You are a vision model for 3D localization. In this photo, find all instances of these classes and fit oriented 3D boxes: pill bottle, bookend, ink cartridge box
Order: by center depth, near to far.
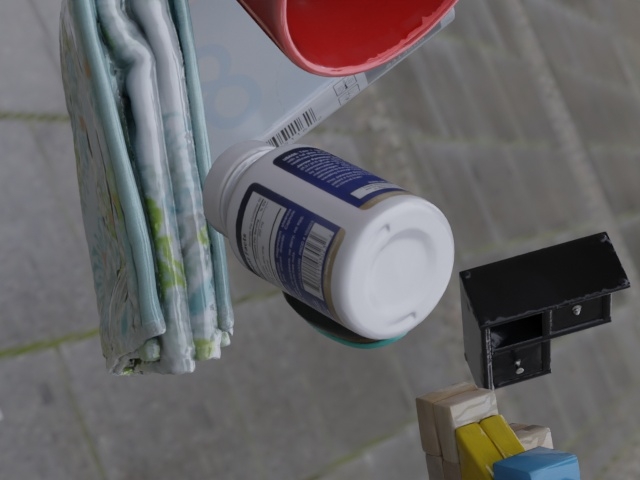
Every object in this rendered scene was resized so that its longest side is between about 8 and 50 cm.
[{"bbox_3d":[-0.001,-0.008,1.284,0.169,0.094,0.094,29,-17,46],"label":"pill bottle"},{"bbox_3d":[0.227,0.082,2.020,0.157,0.156,0.072,82,-9,-53],"label":"bookend"},{"bbox_3d":[-0.098,-0.285,2.039,0.385,0.308,0.091,52,-2,14],"label":"ink cartridge box"}]

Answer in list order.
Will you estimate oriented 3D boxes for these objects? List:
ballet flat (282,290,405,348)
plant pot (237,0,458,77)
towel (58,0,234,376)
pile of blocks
[{"bbox_3d":[0.000,0.000,1.597,0.280,0.095,0.096,-132,-160,-67],"label":"ballet flat"},{"bbox_3d":[-0.013,-0.307,1.613,0.243,0.275,0.275,39,3,27],"label":"plant pot"},{"bbox_3d":[-0.157,-0.071,1.634,0.320,0.090,0.374,155,-73,-77],"label":"towel"},{"bbox_3d":[0.203,0.229,1.336,0.112,0.149,0.362,-17,64,-32],"label":"pile of blocks"}]
